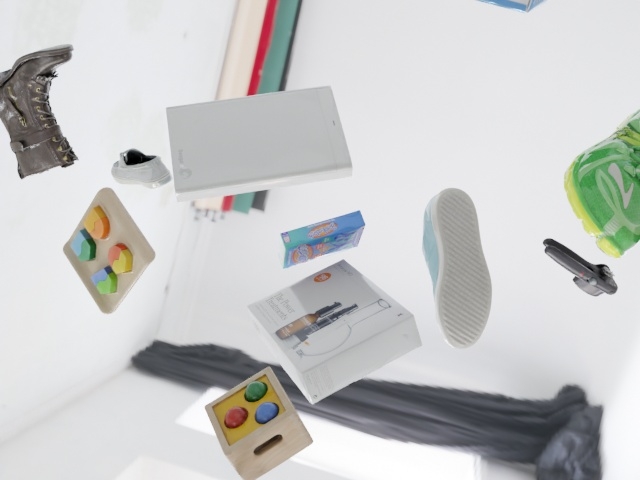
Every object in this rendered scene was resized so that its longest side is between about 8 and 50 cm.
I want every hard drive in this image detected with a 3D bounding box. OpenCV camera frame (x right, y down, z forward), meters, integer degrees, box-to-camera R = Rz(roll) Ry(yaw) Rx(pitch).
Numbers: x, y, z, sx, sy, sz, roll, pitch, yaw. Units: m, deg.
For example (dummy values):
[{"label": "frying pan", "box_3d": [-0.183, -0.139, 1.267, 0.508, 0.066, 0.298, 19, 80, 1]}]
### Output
[{"label": "hard drive", "box_3d": [-0.114, -0.178, 1.416, 0.040, 0.308, 0.202, 91, 168, -56]}]

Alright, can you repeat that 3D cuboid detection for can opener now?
[{"label": "can opener", "box_3d": [0.501, 0.055, 1.524, 0.073, 0.186, 0.059, -48, 25, 23]}]

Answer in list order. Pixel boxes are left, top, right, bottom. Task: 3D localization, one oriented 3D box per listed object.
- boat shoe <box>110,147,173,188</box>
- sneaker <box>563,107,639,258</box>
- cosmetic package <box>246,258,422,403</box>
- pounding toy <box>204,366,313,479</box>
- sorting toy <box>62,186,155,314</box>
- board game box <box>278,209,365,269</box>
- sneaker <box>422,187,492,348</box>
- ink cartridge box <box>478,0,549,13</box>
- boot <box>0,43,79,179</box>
[{"label": "boat shoe", "box_3d": [-0.423, -0.177, 1.828, 0.079, 0.228, 0.081, -36, -59, -31]}, {"label": "sneaker", "box_3d": [0.367, -0.093, 0.876, 0.295, 0.109, 0.123, -44, 5, -37]}, {"label": "cosmetic package", "box_3d": [0.021, 0.198, 1.859, 0.377, 0.285, 0.097, 38, 148, 60]}, {"label": "pounding toy", "box_3d": [-0.111, 0.323, 1.239, 0.206, 0.181, 0.094, 48, 167, 56]}, {"label": "sorting toy", "box_3d": [-0.444, 0.025, 1.622, 0.208, 0.193, 0.038, -46, -17, 32]}, {"label": "board game box", "box_3d": [0.000, 0.000, 1.995, 0.160, 0.210, 0.047, 102, 150, -69]}, {"label": "sneaker", "box_3d": [0.308, 0.066, 1.837, 0.150, 0.135, 0.365, 156, 113, -79]}, {"label": "ink cartridge box", "box_3d": [0.233, -0.408, 1.032, 0.307, 0.223, 0.128, -37, -38, -49]}, {"label": "boot", "box_3d": [-0.557, -0.258, 1.607, 0.228, 0.263, 0.091, 64, -154, -14]}]
